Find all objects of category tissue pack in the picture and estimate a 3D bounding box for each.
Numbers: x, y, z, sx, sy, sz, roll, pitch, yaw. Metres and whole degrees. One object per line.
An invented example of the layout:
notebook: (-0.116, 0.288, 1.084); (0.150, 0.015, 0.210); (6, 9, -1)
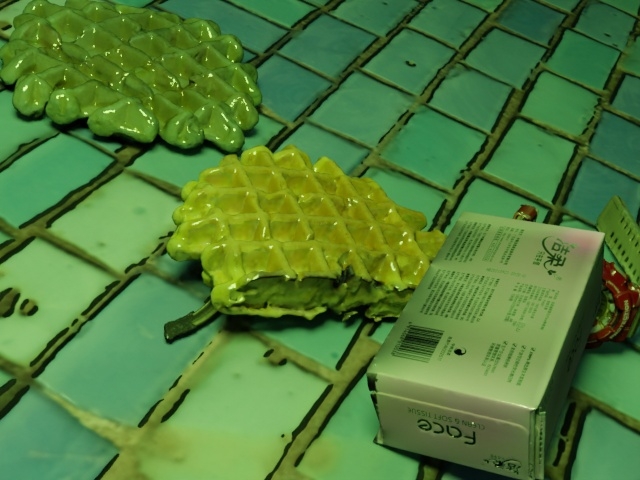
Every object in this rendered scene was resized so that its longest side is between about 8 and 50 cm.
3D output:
tissue pack: (0.157, 0.085, 0.914); (0.148, 0.093, 0.246); (10, 38, 24)

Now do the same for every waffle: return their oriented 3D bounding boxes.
waffle: (0.000, -0.001, 1.017); (0.283, 0.065, 0.309); (31, 35, 7)
waffle: (-0.219, -0.206, 1.217); (0.309, 0.056, 0.292); (8, 38, -13)

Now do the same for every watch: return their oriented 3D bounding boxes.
watch: (0.282, 0.013, 1.135); (0.164, 0.102, 0.268); (13, 28, -5)

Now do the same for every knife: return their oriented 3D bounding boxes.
knife: (-0.079, 0.039, 0.988); (0.045, 0.021, 0.222); (38, 39, 20)
